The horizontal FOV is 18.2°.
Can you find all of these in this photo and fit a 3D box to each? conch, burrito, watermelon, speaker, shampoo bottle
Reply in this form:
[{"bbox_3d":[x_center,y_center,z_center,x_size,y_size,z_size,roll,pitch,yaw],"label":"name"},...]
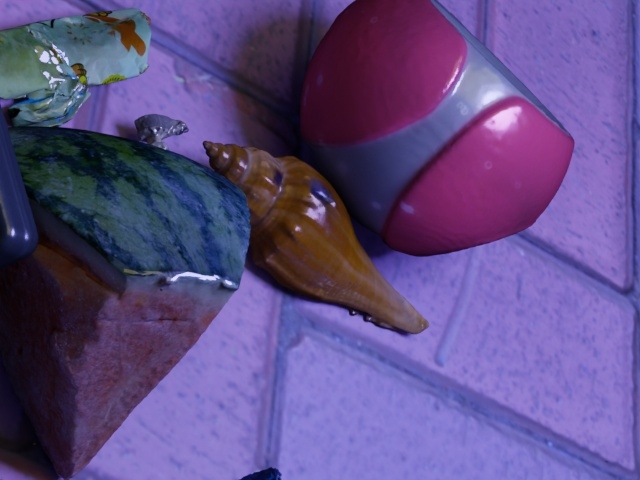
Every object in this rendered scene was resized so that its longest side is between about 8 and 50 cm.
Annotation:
[{"bbox_3d":[0.003,-0.003,2.001,0.330,0.093,0.109,36,40,-23],"label":"conch"},{"bbox_3d":[-0.256,-0.158,1.887,0.288,0.054,0.104,-18,81,-48],"label":"burrito"},{"bbox_3d":[-0.157,0.034,1.709,0.250,0.283,0.292,-23,123,-22],"label":"watermelon"},{"bbox_3d":[0.114,-0.131,2.051,0.294,0.294,0.294,22,53,-32],"label":"speaker"},{"bbox_3d":[-0.147,-0.026,1.902,0.063,0.057,0.207,12,59,-38],"label":"shampoo bottle"}]

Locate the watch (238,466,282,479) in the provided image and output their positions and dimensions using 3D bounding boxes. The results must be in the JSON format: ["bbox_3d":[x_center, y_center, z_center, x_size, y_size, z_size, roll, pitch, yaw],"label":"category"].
[{"bbox_3d":[-0.088,0.359,1.733,0.276,0.068,0.274,-16,73,-46],"label":"watch"}]

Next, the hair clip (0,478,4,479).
[{"bbox_3d":[-0.302,0.278,1.575,0.146,0.075,0.257,35,40,-25],"label":"hair clip"}]

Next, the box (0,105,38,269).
[{"bbox_3d":[-0.344,-0.021,1.597,0.050,0.230,0.160,18,51,-65],"label":"box"}]
